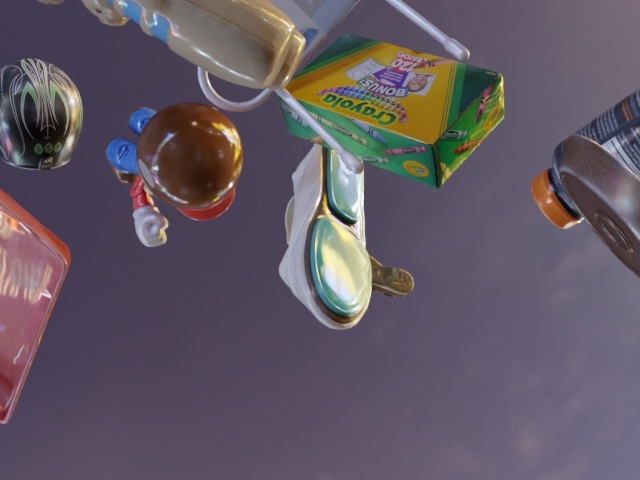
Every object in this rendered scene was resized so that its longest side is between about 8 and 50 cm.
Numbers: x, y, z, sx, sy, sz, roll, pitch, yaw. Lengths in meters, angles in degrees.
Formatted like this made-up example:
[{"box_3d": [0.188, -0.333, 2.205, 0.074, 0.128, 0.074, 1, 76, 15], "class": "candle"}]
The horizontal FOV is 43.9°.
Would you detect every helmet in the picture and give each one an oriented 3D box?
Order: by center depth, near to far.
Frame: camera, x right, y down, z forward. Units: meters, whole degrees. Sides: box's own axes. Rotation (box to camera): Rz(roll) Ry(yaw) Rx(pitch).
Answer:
[{"box_3d": [-0.477, -0.217, 1.324, 0.169, 0.169, 0.162, -5, -57, -26], "class": "helmet"}]

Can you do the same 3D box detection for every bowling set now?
[{"box_3d": [-0.079, -0.127, 0.365, 0.154, 0.287, 0.200, 25, -85, -3], "class": "bowling set"}]

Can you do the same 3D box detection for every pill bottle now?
[{"box_3d": [0.405, -0.112, 1.066, 0.130, 0.131, 0.245, 19, -41, -37], "class": "pill bottle"}]

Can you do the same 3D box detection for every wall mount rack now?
[{"box_3d": [0.008, -0.276, 1.060, 0.304, 0.130, 0.350, 42, -83, -15], "class": "wall mount rack"}]

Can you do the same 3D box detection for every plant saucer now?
[{"box_3d": [0.253, -0.015, 0.662, 0.029, 0.168, 0.168, -39, -47, 5], "class": "plant saucer"}, {"box_3d": [-0.381, 0.029, 0.851, 0.047, 0.258, 0.259, -34, -21, -56], "class": "plant saucer"}]

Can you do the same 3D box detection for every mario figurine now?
[{"box_3d": [-0.217, -0.102, 1.218, 0.170, 0.320, 0.198, -1, -72, -31], "class": "mario figurine"}]

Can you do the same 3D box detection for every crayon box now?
[{"box_3d": [0.096, -0.191, 1.124, 0.165, 0.278, 0.081, -46, -39, -26], "class": "crayon box"}]

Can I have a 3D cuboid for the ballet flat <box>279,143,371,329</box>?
[{"box_3d": [0.000, 0.000, 1.198, 0.139, 0.400, 0.139, 1, -47, 1], "class": "ballet flat"}]

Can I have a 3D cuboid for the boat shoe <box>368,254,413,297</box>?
[{"box_3d": [0.096, 0.071, 1.590, 0.177, 0.064, 0.060, 23, -36, -7], "class": "boat shoe"}]
